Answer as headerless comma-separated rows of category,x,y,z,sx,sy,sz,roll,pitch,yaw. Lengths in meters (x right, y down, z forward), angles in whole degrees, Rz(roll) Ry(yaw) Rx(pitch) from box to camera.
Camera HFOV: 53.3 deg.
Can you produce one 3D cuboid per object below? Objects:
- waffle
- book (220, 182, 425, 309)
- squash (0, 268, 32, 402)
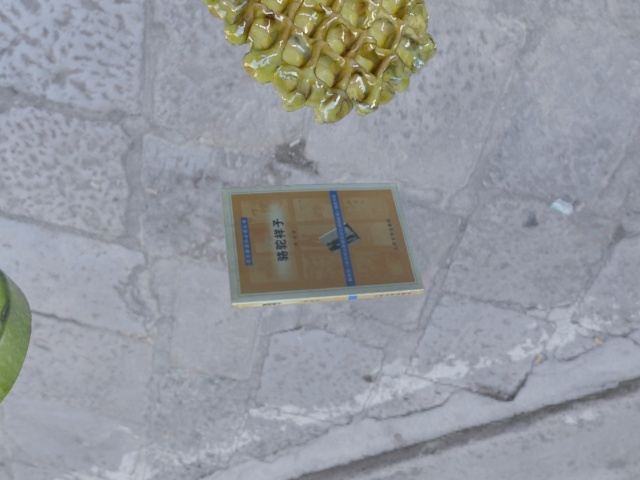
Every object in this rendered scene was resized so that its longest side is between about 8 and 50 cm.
waffle,0.008,-0.172,0.439,0.191,0.191,0.038,36,158,-19
book,0.000,-0.001,0.811,0.241,0.170,0.018,-3,149,-12
squash,-0.434,0.119,0.665,0.251,0.252,0.049,-2,137,9
